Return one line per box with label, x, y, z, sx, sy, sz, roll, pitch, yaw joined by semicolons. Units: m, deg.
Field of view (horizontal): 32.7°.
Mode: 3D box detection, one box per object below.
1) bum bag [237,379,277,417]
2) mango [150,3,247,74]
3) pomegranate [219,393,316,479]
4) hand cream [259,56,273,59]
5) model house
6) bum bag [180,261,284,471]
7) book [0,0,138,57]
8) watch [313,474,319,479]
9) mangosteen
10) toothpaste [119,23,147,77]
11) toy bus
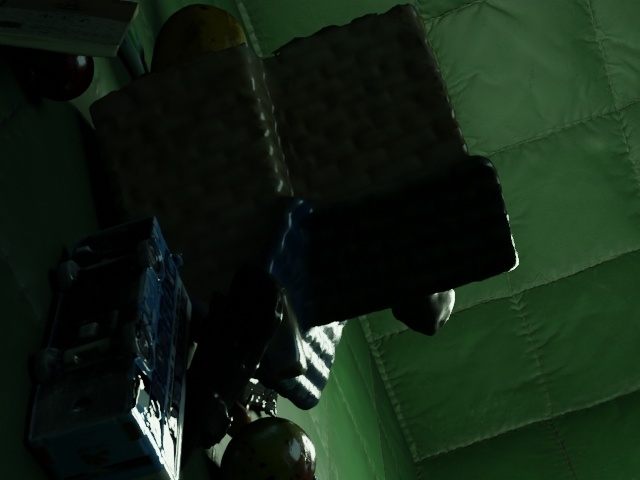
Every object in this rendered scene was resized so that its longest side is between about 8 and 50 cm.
bum bag;-0.098;0.218;1.666;0.197;0.049;0.087;53;43;-72
mango;-0.188;-0.209;1.704;0.176;0.176;0.329;28;58;-49
pomegranate;-0.076;0.277;1.389;0.159;0.129;0.129;35;-25;51
hand cream;-0.122;-0.302;2.040;0.147;0.306;0.093;36;-62;41
model house;0.000;0.000;1.360;0.395;0.446;0.399;64;7;-60
bum bag;-0.107;0.140;1.074;0.060;0.248;0.123;22;14;-20
book;-0.269;-0.231;1.142;0.198;0.139;0.016;-96;-166;-65
watch;-0.003;0.467;1.629;0.276;0.068;0.274;-101;170;-51
mangosteen;-0.282;-0.186;1.164;0.081;0.081;0.081;-19;90;-84
toothpaste;-0.302;-0.335;1.577;0.297;0.048;0.074;69;5;-52
toy bus;-0.184;0.104;1.000;0.297;0.106;0.131;-96;168;-58
